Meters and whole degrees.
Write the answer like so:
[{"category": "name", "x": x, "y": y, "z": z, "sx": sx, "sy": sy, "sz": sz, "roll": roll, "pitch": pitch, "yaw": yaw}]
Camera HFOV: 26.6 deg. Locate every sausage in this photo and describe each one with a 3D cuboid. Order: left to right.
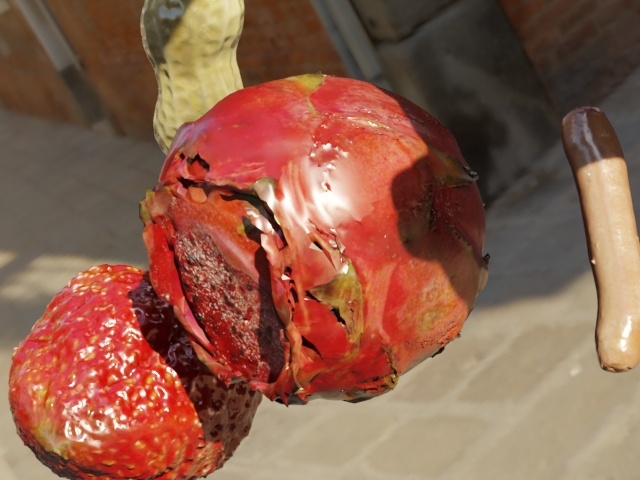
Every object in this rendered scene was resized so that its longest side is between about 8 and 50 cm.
[{"category": "sausage", "x": 0.190, "y": -0.003, "z": 0.890, "sx": 0.043, "sy": 0.186, "sz": 0.043, "roll": -4, "pitch": -23, "yaw": -2}]

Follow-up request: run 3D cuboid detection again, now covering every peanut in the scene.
[{"category": "peanut", "x": -0.160, "y": -0.216, "z": 1.692, "sx": 0.120, "sy": 0.298, "sz": 0.136, "roll": -25, "pitch": 43, "yaw": -32}]

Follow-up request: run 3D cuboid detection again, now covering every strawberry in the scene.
[{"category": "strawberry", "x": -0.203, "y": 0.154, "z": 1.373, "sx": 0.257, "sy": 0.257, "sz": 0.277, "roll": -24, "pitch": -1, "yaw": 21}]

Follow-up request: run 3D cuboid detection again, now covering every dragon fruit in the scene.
[{"category": "dragon fruit", "x": 0.000, "y": 0.000, "z": 1.184, "sx": 0.295, "sy": 0.295, "sz": 0.302, "roll": -16, "pitch": -7, "yaw": 41}]

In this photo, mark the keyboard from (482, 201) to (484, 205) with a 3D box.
[{"category": "keyboard", "x": 0.084, "y": -0.090, "z": 1.561, "sx": 0.230, "sy": 0.094, "sz": 0.025, "roll": 29, "pitch": 96, "yaw": 37}]
